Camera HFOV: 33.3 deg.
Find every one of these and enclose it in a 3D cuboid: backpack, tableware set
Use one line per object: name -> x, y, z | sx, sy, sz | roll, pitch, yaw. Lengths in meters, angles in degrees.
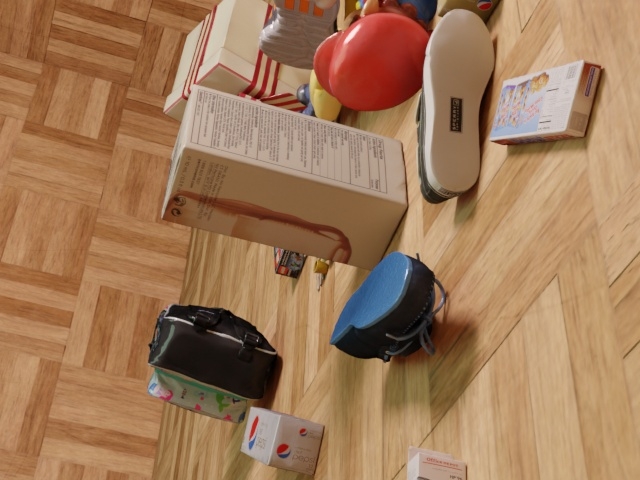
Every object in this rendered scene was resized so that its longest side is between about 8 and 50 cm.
backpack -> -0.200, 0.209, 1.924 | 0.253, 0.225, 0.191 | -124, 55, -79
tableware set -> 0.000, 0.000, 1.740 | 0.154, 0.024, 0.104 | -91, 20, -52

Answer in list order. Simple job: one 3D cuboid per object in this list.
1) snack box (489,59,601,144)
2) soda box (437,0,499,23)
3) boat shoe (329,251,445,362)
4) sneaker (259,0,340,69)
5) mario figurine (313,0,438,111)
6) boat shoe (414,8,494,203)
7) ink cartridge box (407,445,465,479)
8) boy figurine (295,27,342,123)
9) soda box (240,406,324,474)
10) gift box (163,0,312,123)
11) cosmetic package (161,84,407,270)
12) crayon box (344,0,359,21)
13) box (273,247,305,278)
snack box -> 0.204, -0.125, 0.996 | 0.178, 0.022, 0.064 | -168, 92, -77
soda box -> 0.176, -0.338, 1.276 | 0.061, 0.058, 0.181 | 120, 161, -50
boat shoe -> 0.086, 0.075, 1.158 | 0.109, 0.089, 0.258 | -65, 5, -14
sneaker -> -0.008, -0.378, 1.578 | 0.321, 0.125, 0.180 | 127, 156, -74
mario figurine -> 0.064, -0.275, 1.314 | 0.170, 0.198, 0.320 | 115, 178, -49
boat shoe -> 0.138, -0.148, 1.184 | 0.070, 0.078, 0.219 | 142, 139, -68
ink cartridge box -> 0.105, 0.224, 0.974 | 0.028, 0.048, 0.083 | 120, 160, -50
boy figurine -> 0.028, -0.280, 1.783 | 0.285, 0.092, 0.177 | 132, 150, -63
soda box -> -0.059, 0.291, 1.569 | 0.216, 0.069, 0.073 | 161, 123, -74
gift box -> -0.141, -0.330, 2.239 | 0.255, 0.276, 0.258 | -36, 35, 50
cosmetic package -> -0.047, -0.081, 1.416 | 0.153, 0.296, 0.129 | -89, 17, -50
crayon box -> 0.089, -0.417, 1.572 | 0.202, 0.081, 0.318 | 90, -170, -70
box -> -0.043, -0.060, 1.945 | 0.233, 0.044, 0.159 | -97, 25, -59
